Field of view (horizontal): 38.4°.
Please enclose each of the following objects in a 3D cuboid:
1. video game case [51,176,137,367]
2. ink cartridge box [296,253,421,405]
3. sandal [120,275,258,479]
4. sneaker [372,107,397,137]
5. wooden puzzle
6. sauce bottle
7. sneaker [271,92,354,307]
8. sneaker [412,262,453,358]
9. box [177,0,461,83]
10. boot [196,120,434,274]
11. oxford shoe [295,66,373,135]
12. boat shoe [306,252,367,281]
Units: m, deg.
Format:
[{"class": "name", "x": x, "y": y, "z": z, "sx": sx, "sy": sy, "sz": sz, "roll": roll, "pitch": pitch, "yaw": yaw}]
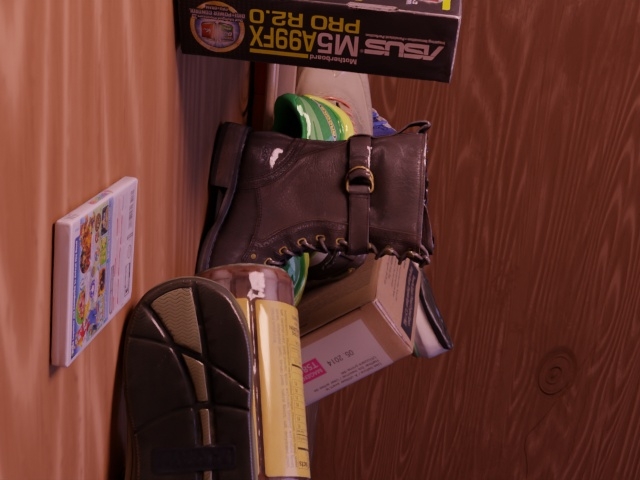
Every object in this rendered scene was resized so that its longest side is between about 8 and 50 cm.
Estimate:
[{"class": "video game case", "x": -0.138, "y": 0.015, "z": 0.570, "sx": 0.122, "sy": 0.011, "sz": 0.087, "roll": -69, "pitch": 167, "yaw": -73}, {"class": "ink cartridge box", "x": 0.003, "y": 0.106, "z": 1.132, "sx": 0.088, "sy": 0.234, "sz": 0.193, "roll": 54, "pitch": 23, "yaw": -18}, {"class": "sandal", "x": -0.102, "y": 0.178, "z": 0.704, "sx": 0.086, "sy": 0.120, "sz": 0.303, "roll": -168, "pitch": -95, "yaw": -80}, {"class": "sneaker", "x": 0.035, "y": -0.211, "z": 1.532, "sx": 0.315, "sy": 0.127, "sz": 0.182, "roll": -142, "pitch": -140, "yaw": -60}, {"class": "wooden puzzle", "x": -0.056, "y": -0.202, "z": 1.157, "sx": 0.221, "sy": 0.044, "sz": 0.239, "roll": -73, "pitch": 174, "yaw": -69}, {"class": "sauce bottle", "x": -0.064, "y": 0.196, "z": 0.794, "sx": 0.111, "sy": 0.111, "sz": 0.345, "roll": 86, "pitch": 0, "yaw": -70}, {"class": "sneaker", "x": -0.064, "y": -0.030, "z": 1.037, "sx": 0.123, "sy": 0.109, "sz": 0.296, "roll": 26, "pitch": 80, "yaw": -42}, {"class": "sneaker", "x": 0.050, "y": 0.069, "z": 1.366, "sx": 0.410, "sy": 0.182, "sz": 0.158, "roll": -120, "pitch": -171, "yaw": -72}, {"class": "box", "x": 0.014, "y": -0.239, "z": 0.788, "sx": 0.270, "sy": 0.216, "sz": 0.060, "roll": -79, "pitch": 175, "yaw": -48}, {"class": "boot", "x": 0.000, "y": 0.000, "z": 0.928, "sx": 0.091, "sy": 0.228, "sz": 0.263, "roll": -47, "pitch": 144, "yaw": -83}, {"class": "oxford shoe", "x": 0.025, "y": -0.147, "z": 1.306, "sx": 0.146, "sy": 0.140, "sz": 0.397, "roll": 136, "pitch": -43, "yaw": -67}, {"class": "boat shoe", "x": -0.022, "y": 0.017, "z": 1.160, "sx": 0.227, "sy": 0.068, "sz": 0.081, "roll": -4, "pitch": -114, "yaw": 64}]
